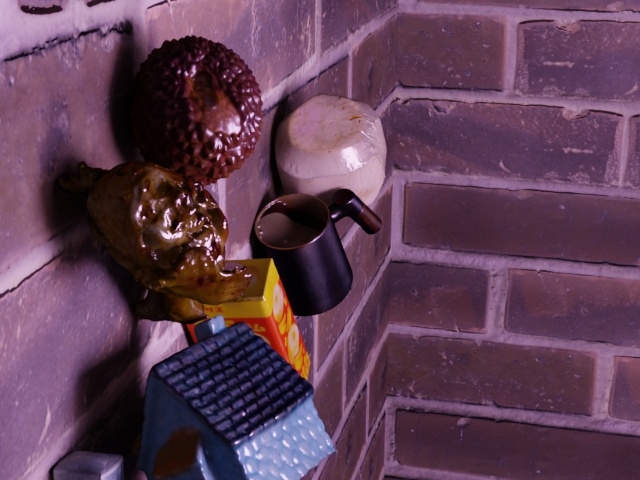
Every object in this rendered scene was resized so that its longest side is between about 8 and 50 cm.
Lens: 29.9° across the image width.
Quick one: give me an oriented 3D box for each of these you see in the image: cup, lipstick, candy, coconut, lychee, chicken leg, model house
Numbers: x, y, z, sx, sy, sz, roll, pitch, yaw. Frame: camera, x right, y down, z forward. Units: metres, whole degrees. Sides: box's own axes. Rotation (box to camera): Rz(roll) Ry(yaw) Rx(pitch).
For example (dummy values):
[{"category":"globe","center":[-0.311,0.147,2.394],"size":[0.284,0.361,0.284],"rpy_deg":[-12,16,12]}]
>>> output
[{"category":"cup","center":[-0.016,-0.003,2.233],"size":[0.239,0.166,0.177],"rpy_deg":[-50,144,-28]},{"category":"lipstick","center":[-0.278,0.399,1.457],"size":[0.077,0.076,0.289],"rpy_deg":[-36,130,-72]},{"category":"candy","center":[-0.115,0.147,1.888],"size":[0.276,0.146,0.088],"rpy_deg":[70,23,-47]},{"category":"coconut","center":[0.023,-0.159,2.296],"size":[0.241,0.241,0.241],"rpy_deg":[5,90,-77]},{"category":"lychee","center":[-0.163,-0.159,1.561],"size":[0.188,0.188,0.188],"rpy_deg":[5,90,-77]},{"category":"chicken leg","center":[-0.174,0.019,1.479],"size":[0.140,0.211,0.361],"rpy_deg":[-51,154,-16]},{"category":"model house","center":[-0.157,0.237,1.548],"size":[0.261,0.226,0.241],"rpy_deg":[-23,93,-63]}]
